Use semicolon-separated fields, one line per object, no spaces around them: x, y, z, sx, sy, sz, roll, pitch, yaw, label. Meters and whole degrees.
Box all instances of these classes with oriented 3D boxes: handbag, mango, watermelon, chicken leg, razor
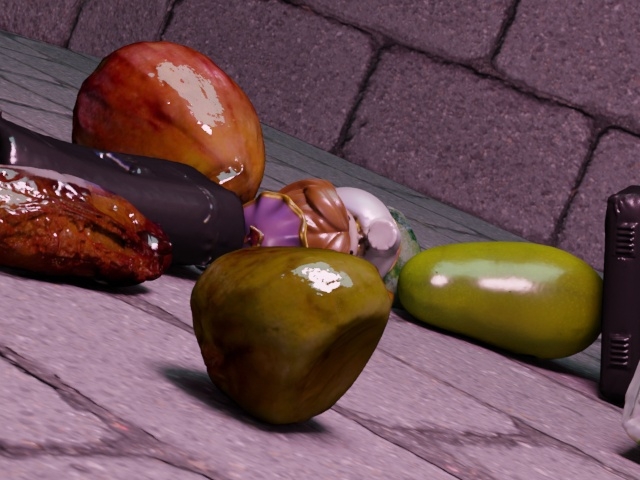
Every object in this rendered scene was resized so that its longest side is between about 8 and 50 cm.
0.415;0.066;2.223;0.088;0.275;0.244;0;2;15;handbag
0.235;0.073;2.229;0.293;0.143;0.175;8;21;-18;mango
0.063;0.049;2.277;0.158;0.121;0.098;-26;-42;32;watermelon
-0.311;-0.033;1.617;0.407;0.096;0.158;14;5;-31;chicken leg
-0.246;-0.051;1.857;0.327;0.107;0.189;16;9;-40;razor

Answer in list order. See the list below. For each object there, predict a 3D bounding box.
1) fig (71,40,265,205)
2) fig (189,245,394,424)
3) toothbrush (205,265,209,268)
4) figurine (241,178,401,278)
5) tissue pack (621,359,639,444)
-0.184;-0.118;2.111;0.263;0.224;0.224;38;10;10;fig
-0.020;0.072;1.416;0.154;0.165;0.144;-105;169;-47;fig
-0.085;0.056;1.879;0.026;0.022;0.263;33;0;-28;toothbrush
0.000;0.000;2.089;0.189;0.142;0.263;-11;-6;26;figurine
0.544;0.191;1.932;0.331;0.205;0.405;23;8;20;tissue pack
